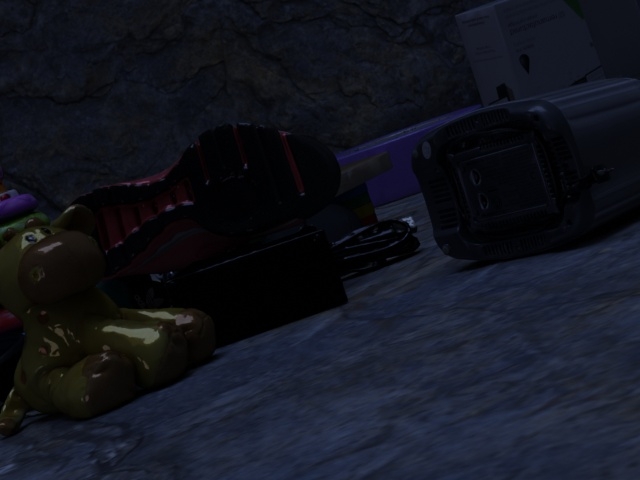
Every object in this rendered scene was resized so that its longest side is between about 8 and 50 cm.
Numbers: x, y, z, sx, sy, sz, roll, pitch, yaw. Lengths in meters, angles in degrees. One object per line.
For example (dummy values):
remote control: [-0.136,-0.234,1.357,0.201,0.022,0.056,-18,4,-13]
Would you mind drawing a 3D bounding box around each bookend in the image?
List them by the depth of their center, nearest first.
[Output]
bookend: [-0.054,0.039,1.563,0.156,0.072,0.157,-19,4,6]

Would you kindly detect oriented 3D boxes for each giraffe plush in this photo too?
giraffe plush: [-0.220,0.059,1.436,0.210,0.170,0.181,-17,6,30]

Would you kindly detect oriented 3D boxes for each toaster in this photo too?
toaster: [0.199,-0.066,1.389,0.146,0.129,0.227,-21,3,-37]

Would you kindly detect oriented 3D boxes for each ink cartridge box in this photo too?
ink cartridge box: [0.268,-0.179,1.843,0.160,0.219,0.092,-23,9,-22]

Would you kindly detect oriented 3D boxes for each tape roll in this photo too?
tape roll: [0.136,-0.126,2.545,0.274,0.090,0.275,-19,5,2]

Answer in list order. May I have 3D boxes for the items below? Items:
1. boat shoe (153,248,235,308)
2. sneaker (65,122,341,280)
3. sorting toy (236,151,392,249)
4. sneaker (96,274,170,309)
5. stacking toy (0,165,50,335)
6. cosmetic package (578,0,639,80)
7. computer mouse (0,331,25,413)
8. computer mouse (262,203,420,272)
boat shoe: [-0.138,0.029,1.842,0.108,0.102,0.301,-20,5,-5]
sneaker: [-0.113,-0.038,1.676,0.313,0.116,0.136,-16,-11,22]
sorting toy: [-0.054,-0.016,2.081,0.255,0.089,0.257,-17,5,27]
sneaker: [-0.250,0.075,1.836,0.121,0.108,0.302,-21,13,-18]
stacking toy: [-0.405,-0.004,2.110,0.175,0.302,0.165,-23,5,-37]
cosmetic package: [0.330,-0.184,1.500,0.127,0.238,0.107,-22,5,-20]
computer mouse: [-0.384,0.176,1.503,0.184,0.060,0.262,-12,20,33]
computer mouse: [0.000,0.000,1.777,0.188,0.072,0.272,-20,5,-2]
